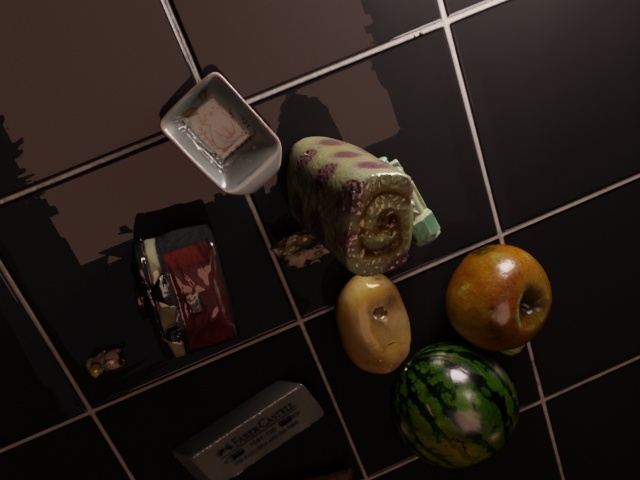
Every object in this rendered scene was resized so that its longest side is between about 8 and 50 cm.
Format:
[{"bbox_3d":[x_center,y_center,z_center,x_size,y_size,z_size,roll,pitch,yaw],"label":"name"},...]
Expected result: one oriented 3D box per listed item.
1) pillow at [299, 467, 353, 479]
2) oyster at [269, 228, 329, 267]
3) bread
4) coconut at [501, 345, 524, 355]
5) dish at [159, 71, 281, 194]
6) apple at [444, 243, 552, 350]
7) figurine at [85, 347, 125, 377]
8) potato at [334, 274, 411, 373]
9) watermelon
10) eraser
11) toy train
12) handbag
[{"bbox_3d":[-0.053,0.715,1.708,0.305,0.108,0.308,-9,110,-5],"label":"pillow"},{"bbox_3d":[0.005,0.001,1.459,0.208,0.133,0.072,-20,77,3],"label":"oyster"},{"bbox_3d":[0.041,-0.077,1.300,0.155,0.338,0.187,-10,113,-17],"label":"bread"},{"bbox_3d":[0.450,0.232,1.659,0.082,0.081,0.083,-33,129,-46],"label":"coconut"},{"bbox_3d":[-0.182,-0.197,1.345,0.154,0.064,0.234,-41,113,4],"label":"dish"},{"bbox_3d":[0.388,0.127,1.550,0.236,0.207,0.237,-8,107,-30],"label":"apple"},{"bbox_3d":[-0.456,0.261,1.465,0.083,0.050,0.047,-20,109,-6],"label":"figurine"},{"bbox_3d":[0.110,0.183,1.524,0.150,0.146,0.234,-31,108,-50],"label":"potato"},{"bbox_3d":[0.299,0.367,1.560,0.284,0.285,0.285,-5,112,-12],"label":"watermelon"},{"bbox_3d":[-0.165,0.442,1.590,0.352,0.077,0.111,-34,115,1],"label":"eraser"},{"bbox_3d":[0.175,-0.083,1.443,0.080,0.125,0.194,-34,115,-3],"label":"toy train"},{"bbox_3d":[-0.274,0.106,1.380,0.181,0.181,0.255,-16,111,-9],"label":"handbag"}]
